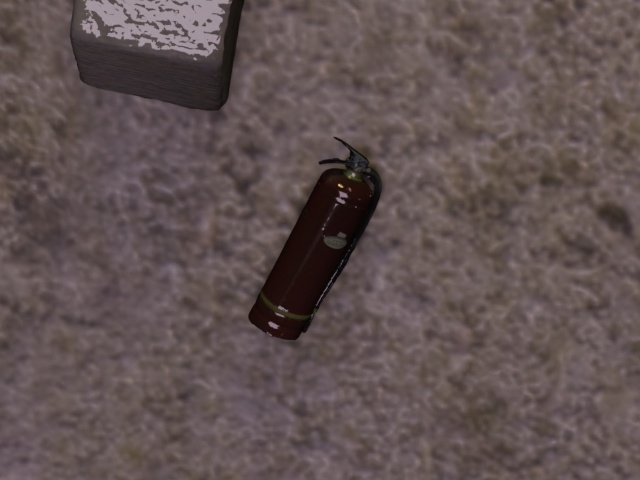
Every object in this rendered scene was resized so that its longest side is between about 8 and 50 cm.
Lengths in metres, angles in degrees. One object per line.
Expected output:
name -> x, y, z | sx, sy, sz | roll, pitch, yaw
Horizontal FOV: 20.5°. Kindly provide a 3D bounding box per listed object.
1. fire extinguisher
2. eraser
fire extinguisher -> 0.000, 0.000, 1.297 | 0.064, 0.043, 0.158 | 16, 113, -32
eraser -> -0.094, -0.254, 1.201 | 0.111, 0.077, 0.352 | 11, 110, 1
